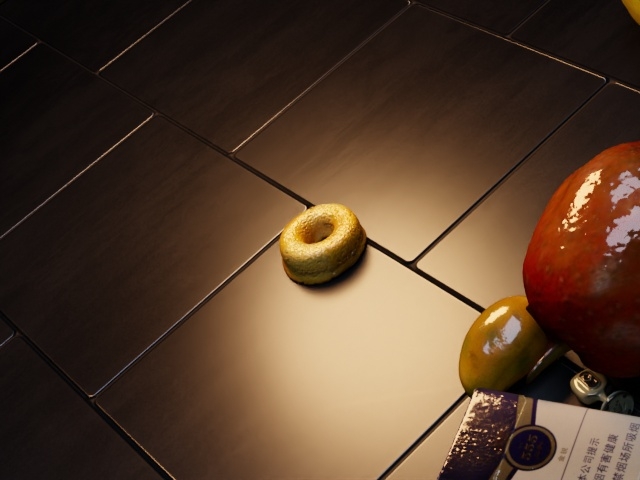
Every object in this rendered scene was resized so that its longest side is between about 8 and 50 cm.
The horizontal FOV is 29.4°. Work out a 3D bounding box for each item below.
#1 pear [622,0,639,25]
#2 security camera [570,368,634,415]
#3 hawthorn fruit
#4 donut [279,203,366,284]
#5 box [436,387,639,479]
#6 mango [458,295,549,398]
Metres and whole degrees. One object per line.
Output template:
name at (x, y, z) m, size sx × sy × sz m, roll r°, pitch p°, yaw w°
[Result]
pear at (0.650, -0.484, 1.993) m, size 0.351 × 0.352 × 0.413 m, roll -5°, pitch 37°, yaw 21°
security camera at (0.374, 0.206, 1.645) m, size 0.058 × 0.058 × 0.092 m, roll -35°, pitch 36°, yaw -10°
hawthorn fruit at (0.395, 0.052, 1.634) m, size 0.369 × 0.285 × 0.284 m, roll -52°, pitch 47°, yaw -4°
donut at (0.000, 0.000, 2.009) m, size 0.151 × 0.058 × 0.152 m, roll -12°, pitch 43°, yaw 11°
box at (0.296, 0.290, 1.578) m, size 0.259 × 0.071 × 0.168 m, roll 8°, pitch 52°, yaw 29°
mango at (0.255, 0.149, 1.723) m, size 0.163 × 0.089 × 0.111 m, roll -39°, pitch 45°, yaw -3°
